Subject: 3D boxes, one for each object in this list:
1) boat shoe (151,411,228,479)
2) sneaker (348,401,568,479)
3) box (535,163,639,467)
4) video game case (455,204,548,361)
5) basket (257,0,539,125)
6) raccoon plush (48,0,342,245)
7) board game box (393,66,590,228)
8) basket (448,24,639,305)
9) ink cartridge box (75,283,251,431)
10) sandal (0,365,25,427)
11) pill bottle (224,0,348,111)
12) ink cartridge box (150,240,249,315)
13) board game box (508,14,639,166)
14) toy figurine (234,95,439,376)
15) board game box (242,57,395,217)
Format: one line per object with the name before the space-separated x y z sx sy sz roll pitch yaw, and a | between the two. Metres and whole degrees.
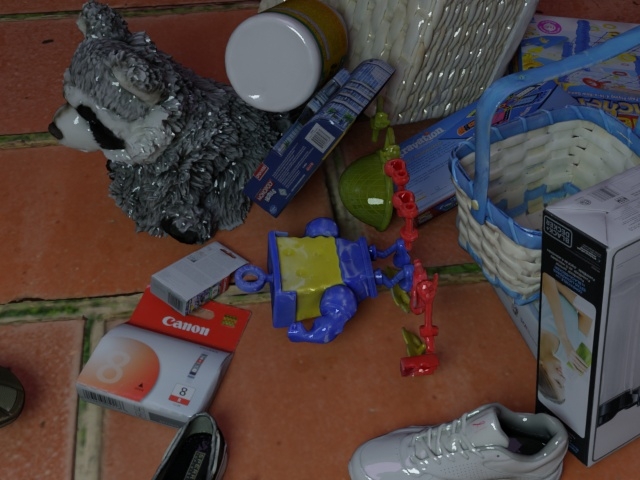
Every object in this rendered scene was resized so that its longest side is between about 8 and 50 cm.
boat shoe | -0.150 0.271 0.793 0.077 0.070 0.219 10 48 7
sneaker | 0.143 0.208 0.829 0.232 0.115 0.090 -6 48 -7
box | 0.315 0.076 0.830 0.169 0.290 0.087 -22 37 -21
video game case | 0.348 0.021 1.041 0.269 0.061 0.244 -13 49 -13
basket | 0.116 -0.381 1.178 0.266 0.331 0.328 -20 51 -43
raccoon plush | -0.144 -0.208 1.071 0.216 0.299 0.446 32 54 25
board game box | 0.216 -0.131 1.120 0.281 0.027 0.145 -29 45 2
basket | 0.275 -0.086 0.899 0.254 0.289 0.201 -22 44 -16
ink cartridge box | -0.176 0.124 0.944 0.145 0.045 0.179 14 52 10
sandal | -0.417 0.187 0.874 0.219 0.060 0.090 -12 42 7
pill bottle | -0.031 -0.241 1.018 0.117 0.118 0.208 13 26 10
ink cartridge box | -0.151 0.046 1.019 0.063 0.029 0.115 31 39 24
board game box | 0.452 -0.218 1.243 0.308 0.086 0.302 6 48 3
toy figurine | 0.000 0.000 0.974 0.217 0.191 0.363 -8 48 -3
board game box | 0.007 -0.149 1.019 0.060 0.194 0.194 39 49 -4
